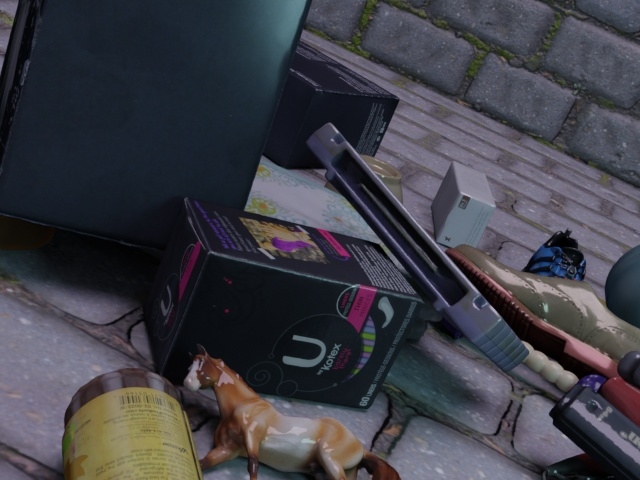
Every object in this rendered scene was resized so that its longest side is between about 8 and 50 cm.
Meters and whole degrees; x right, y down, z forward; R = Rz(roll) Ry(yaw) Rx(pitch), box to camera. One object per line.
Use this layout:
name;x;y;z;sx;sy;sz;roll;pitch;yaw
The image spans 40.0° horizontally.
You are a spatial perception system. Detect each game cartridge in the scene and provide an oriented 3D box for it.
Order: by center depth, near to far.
game cartridge;0.129;0.016;1.168;0.355;0.068;0.230;52;2;28

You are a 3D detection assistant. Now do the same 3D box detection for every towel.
towel;0.000;0.000;1.366;0.375;0.090;0.320;20;21;-10

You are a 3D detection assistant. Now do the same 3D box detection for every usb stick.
usb stick;0.394;0.277;1.027;0.278;0.045;0.077;41;54;22

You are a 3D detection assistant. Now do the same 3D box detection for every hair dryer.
hair dryer;0.401;0.269;1.119;0.224;0.080;0.293;26;29;2

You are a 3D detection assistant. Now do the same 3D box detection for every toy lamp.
toy lamp;0.285;0.157;1.312;0.275;0.080;0.080;35;24;23

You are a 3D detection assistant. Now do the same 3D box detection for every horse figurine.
horse figurine;-0.026;0.213;0.865;0.263;0.066;0.174;19;27;-5

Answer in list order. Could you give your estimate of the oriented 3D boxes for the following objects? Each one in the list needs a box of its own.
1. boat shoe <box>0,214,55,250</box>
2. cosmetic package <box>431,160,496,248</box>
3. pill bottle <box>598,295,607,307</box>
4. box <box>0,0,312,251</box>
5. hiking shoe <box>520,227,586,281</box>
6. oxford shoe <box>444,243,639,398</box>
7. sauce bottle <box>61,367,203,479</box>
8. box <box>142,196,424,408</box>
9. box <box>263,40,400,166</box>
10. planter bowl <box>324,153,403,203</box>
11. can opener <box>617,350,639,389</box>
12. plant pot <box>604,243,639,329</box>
boat shoe;-0.417;-0.029;1.025;0.207;0.073;0.073;10;22;-48
cosmetic package;0.289;-0.070;1.800;0.086;0.117;0.231;21;22;-5
pill bottle;0.519;0.131;1.661;0.043;0.043;0.083;25;21;3
box;-0.236;-0.289;1.160;0.297;0.479;0.472;13;13;-26
hiking shoe;0.414;0.073;1.565;0.113;0.132;0.304;23;21;-3
oxford shoe;0.351;0.103;1.385;0.348;0.130;0.123;38;-19;15
sauce bottle;-0.128;0.233;0.643;0.111;0.111;0.344;14;22;-24
box;-0.047;0.076;1.025;0.270;0.165;0.143;13;23;-25
box;-0.067;-0.313;1.913;0.343;0.179;0.313;36;23;30
planter bowl;0.089;-0.094;1.653;0.162;0.109;0.162;21;22;-9
can opener;0.544;0.245;1.271;0.280;0.093;0.074;36;-4;-18
plant pot;0.605;0.159;1.417;0.293;0.293;0.196;23;48;-1
